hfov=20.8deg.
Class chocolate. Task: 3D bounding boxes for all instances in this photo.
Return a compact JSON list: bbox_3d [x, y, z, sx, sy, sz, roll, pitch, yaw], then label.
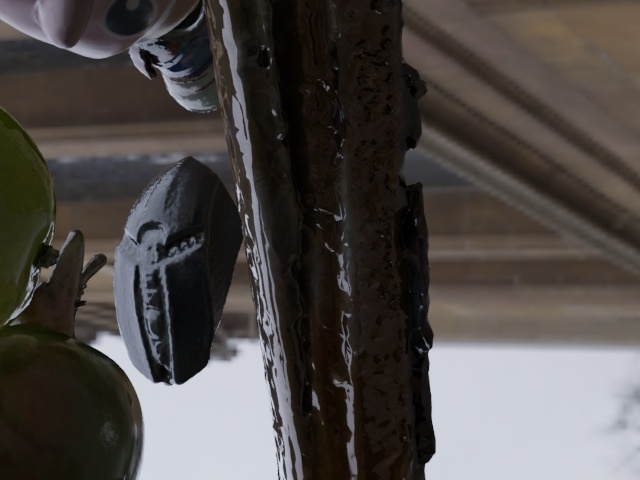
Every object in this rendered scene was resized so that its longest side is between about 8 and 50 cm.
[{"bbox_3d":[-0.003,0.003,0.689,0.065,0.102,0.329,-21,-57,-25],"label":"chocolate"}]

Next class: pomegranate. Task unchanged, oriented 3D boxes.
[{"bbox_3d":[-0.202,0.103,1.177,0.181,0.181,0.224,28,-118,-58],"label":"pomegranate"}]

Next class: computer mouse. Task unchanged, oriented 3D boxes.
[{"bbox_3d":[-0.122,0.021,1.431,0.062,0.106,0.192,22,-109,-54],"label":"computer mouse"}]

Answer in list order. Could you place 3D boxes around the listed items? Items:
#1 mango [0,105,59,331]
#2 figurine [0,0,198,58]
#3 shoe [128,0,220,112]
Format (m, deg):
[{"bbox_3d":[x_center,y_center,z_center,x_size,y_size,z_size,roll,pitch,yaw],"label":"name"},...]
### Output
[{"bbox_3d":[-0.282,-0.009,0.903,0.143,0.293,0.175,89,-179,-72],"label":"mango"},{"bbox_3d":[-0.152,-0.206,1.094,0.186,0.287,0.176,9,-85,-30],"label":"figurine"},{"bbox_3d":[-0.073,-0.207,1.258,0.125,0.099,0.227,22,-76,-40],"label":"shoe"}]
